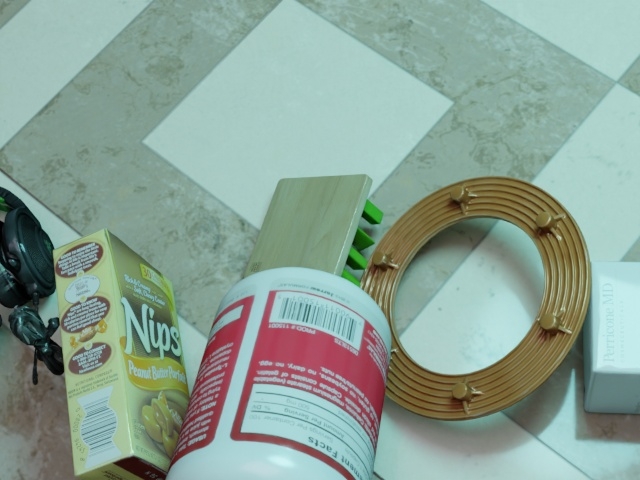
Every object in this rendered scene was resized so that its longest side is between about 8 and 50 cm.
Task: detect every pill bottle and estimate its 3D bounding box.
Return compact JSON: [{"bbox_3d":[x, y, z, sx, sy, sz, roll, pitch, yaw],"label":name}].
[{"bbox_3d":[-0.051,0.243,1.373,0.229,0.229,0.407,4,43,9],"label":"pill bottle"}]

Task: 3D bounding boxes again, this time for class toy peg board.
[{"bbox_3d":[0.000,0.000,1.635,0.161,0.079,0.161,-1,60,40],"label":"toy peg board"}]

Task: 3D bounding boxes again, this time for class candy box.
[{"bbox_3d":[-0.244,0.165,1.511,0.088,0.183,0.316,-21,58,13],"label":"candy box"}]

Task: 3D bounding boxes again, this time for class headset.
[{"bbox_3d":[-0.467,0.053,1.613,0.243,0.185,0.394,-44,56,-13],"label":"headset"}]

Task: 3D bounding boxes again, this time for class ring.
[{"bbox_3d":[0.183,0.066,1.529,0.337,0.032,0.336,-18,57,29],"label":"ring"}]

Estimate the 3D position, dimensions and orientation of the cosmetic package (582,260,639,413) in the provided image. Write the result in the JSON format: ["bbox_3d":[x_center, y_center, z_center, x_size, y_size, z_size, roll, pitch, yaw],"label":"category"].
[{"bbox_3d":[0.423,0.124,1.481,0.184,0.151,0.151,1,63,8],"label":"cosmetic package"}]
